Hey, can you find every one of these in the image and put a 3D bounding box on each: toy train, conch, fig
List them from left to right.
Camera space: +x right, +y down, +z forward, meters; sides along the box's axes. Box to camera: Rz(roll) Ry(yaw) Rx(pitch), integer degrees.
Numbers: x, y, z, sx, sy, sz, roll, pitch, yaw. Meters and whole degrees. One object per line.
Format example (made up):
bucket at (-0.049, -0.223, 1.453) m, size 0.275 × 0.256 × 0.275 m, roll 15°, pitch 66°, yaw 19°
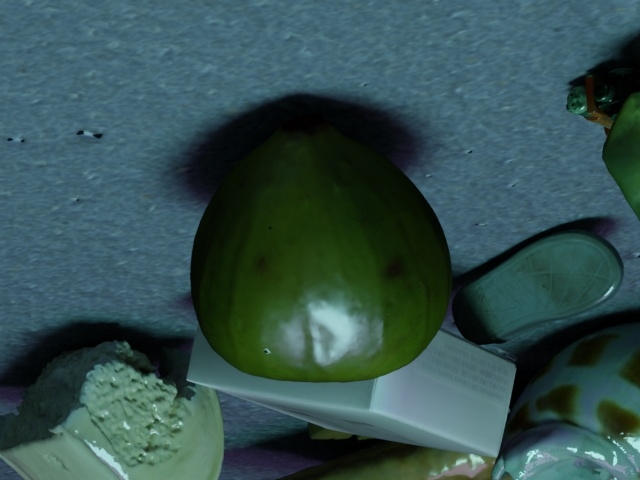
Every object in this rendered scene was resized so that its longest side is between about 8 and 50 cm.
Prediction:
fig at (0.000, 0.000, 1.517) m, size 0.203 × 0.203 × 0.225 m, roll -6°, pitch 120°, yaw -8°
toy train at (0.230, -0.101, 1.513) m, size 0.064 × 0.044 × 0.103 m, roll -12°, pitch 163°, yaw 40°
conch at (0.359, 0.187, 2.110) m, size 0.368 × 0.197 × 0.249 m, roll 12°, pitch 162°, yaw -28°

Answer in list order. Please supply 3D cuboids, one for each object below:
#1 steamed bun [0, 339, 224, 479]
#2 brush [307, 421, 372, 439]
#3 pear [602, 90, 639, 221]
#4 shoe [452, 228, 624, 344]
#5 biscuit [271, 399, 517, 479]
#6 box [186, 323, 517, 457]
steamed bun at (-0.206, 0.173, 1.933) m, size 0.200 × 0.170 × 0.225 m, roll 42°, pitch 151°, yaw -26°
brush at (0.075, 0.157, 2.130) m, size 0.103 × 0.047 × 0.233 m, roll 0°, pitch 158°, yaw -24°
pear at (0.377, -0.074, 1.456) m, size 0.282 × 0.176 × 0.286 m, roll 5°, pitch 139°, yaw -49°
shoe at (0.209, 0.039, 1.853) m, size 0.195 × 0.079 × 0.078 m, roll -29°, pitch 176°, yaw 39°
biscuit at (0.166, 0.280, 2.378) m, size 0.446 × 0.104 × 0.429 m, roll -20°, pitch 164°, yaw 24°
box at (0.034, 0.119, 1.838) m, size 0.203 × 0.106 × 0.251 m, roll 8°, pitch 169°, yaw 33°
